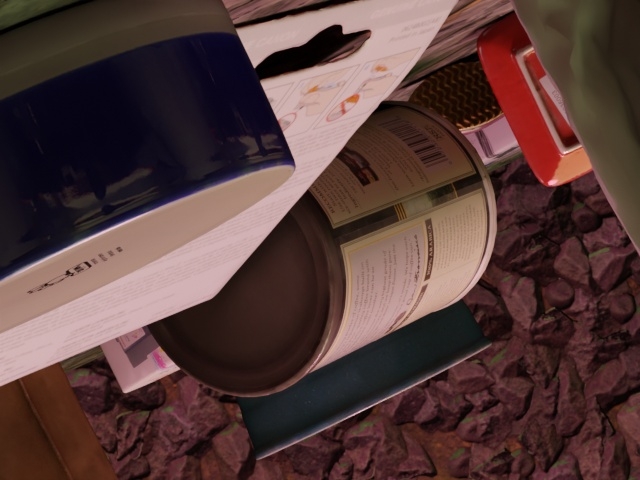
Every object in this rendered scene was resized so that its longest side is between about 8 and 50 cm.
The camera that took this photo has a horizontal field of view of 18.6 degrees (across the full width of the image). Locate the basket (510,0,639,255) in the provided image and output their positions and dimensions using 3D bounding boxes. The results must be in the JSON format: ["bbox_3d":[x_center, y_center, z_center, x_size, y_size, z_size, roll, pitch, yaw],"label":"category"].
[{"bbox_3d":[0.298,-0.123,1.004,0.328,0.331,0.266,-27,178,16],"label":"basket"}]

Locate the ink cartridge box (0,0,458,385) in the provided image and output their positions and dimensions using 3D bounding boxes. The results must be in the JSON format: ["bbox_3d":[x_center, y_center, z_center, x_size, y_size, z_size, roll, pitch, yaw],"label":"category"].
[{"bbox_3d":[-0.105,-0.059,1.336,0.308,0.091,0.385,-21,157,-49],"label":"ink cartridge box"}]

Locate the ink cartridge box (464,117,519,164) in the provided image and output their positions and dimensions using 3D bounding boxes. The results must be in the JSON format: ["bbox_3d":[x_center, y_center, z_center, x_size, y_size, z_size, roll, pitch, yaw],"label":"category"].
[{"bbox_3d":[0.212,-0.144,2.074,0.139,0.082,0.191,-24,177,-32],"label":"ink cartridge box"}]

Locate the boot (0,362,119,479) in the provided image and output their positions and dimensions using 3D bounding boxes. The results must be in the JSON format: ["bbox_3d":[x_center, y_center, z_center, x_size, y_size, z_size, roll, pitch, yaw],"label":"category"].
[{"bbox_3d":[-0.214,0.143,1.662,0.236,0.269,0.089,-24,178,-19],"label":"boot"}]

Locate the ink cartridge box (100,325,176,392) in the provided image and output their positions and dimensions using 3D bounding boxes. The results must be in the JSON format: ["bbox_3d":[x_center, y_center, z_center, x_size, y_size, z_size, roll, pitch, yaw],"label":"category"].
[{"bbox_3d":[-0.146,0.078,2.418,0.207,0.119,0.353,-24,176,-37],"label":"ink cartridge box"}]

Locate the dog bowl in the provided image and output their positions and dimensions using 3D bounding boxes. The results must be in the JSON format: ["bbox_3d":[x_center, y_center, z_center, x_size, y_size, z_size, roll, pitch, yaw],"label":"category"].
[{"bbox_3d":[-0.150,-0.027,1.008,0.265,0.104,0.265,-26,176,-2],"label":"dog bowl"}]

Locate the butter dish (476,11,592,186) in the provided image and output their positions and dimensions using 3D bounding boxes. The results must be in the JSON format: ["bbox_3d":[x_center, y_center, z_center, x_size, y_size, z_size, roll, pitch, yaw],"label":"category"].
[{"bbox_3d":[0.226,-0.155,1.706,0.160,0.160,0.118,-27,-160,4],"label":"butter dish"}]

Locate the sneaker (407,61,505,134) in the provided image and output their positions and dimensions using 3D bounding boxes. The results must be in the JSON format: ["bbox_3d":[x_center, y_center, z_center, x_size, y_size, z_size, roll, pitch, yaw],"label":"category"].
[{"bbox_3d":[0.159,-0.140,1.836,0.185,0.069,0.084,-24,171,-16],"label":"sneaker"}]

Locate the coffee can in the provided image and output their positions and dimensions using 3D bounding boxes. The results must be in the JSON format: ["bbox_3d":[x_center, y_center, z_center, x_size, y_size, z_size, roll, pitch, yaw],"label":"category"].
[{"bbox_3d":[0.000,0.000,1.662,0.201,0.201,0.275,-29,176,35],"label":"coffee can"}]

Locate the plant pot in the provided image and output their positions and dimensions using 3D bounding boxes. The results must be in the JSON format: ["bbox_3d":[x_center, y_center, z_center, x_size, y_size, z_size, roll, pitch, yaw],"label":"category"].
[{"bbox_3d":[-0.001,0.054,2.018,0.272,0.255,0.271,-27,177,-2],"label":"plant pot"}]
